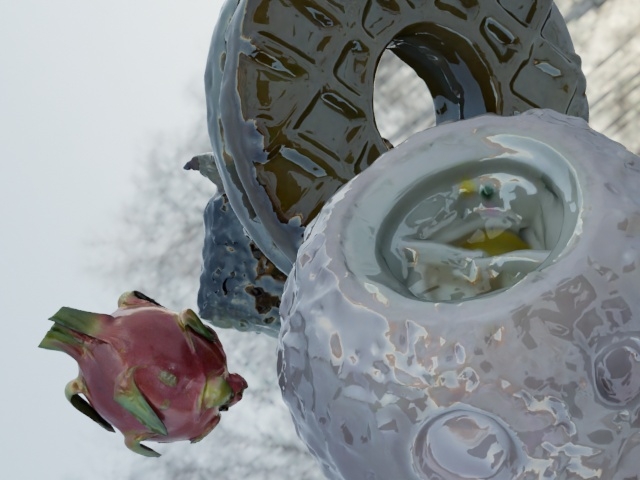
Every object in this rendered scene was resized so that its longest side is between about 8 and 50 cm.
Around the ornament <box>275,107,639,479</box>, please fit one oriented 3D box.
[{"bbox_3d":[0.107,0.061,0.830,0.259,0.259,0.225,-95,-13,-48],"label":"ornament"}]

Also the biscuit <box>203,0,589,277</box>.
[{"bbox_3d":[0.063,-0.097,1.082,0.332,0.103,0.332,4,-98,-32],"label":"biscuit"}]

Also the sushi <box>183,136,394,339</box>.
[{"bbox_3d":[0.000,0.000,1.296,0.343,0.196,0.182,8,-102,-70],"label":"sushi"}]

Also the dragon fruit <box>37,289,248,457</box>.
[{"bbox_3d":[-0.103,0.071,0.846,0.116,0.086,0.081,41,176,-6],"label":"dragon fruit"}]
